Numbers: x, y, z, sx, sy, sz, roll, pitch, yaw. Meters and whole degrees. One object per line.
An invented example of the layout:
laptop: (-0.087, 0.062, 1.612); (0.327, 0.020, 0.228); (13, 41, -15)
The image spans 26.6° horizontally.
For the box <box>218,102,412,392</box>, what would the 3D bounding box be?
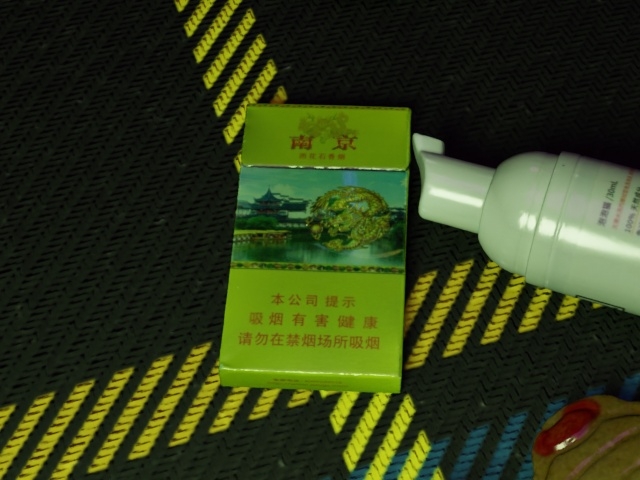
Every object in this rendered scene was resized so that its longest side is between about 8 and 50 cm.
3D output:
box: (0.000, 0.000, 1.437); (0.187, 0.047, 0.335); (2, 58, 4)

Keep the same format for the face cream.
face cream: (0.256, -0.015, 1.380); (0.370, 0.145, 0.145); (15, 61, 13)

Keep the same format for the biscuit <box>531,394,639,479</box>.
biscuit: (0.308, 0.284, 1.181); (0.359, 0.074, 0.381); (-34, 48, -6)
